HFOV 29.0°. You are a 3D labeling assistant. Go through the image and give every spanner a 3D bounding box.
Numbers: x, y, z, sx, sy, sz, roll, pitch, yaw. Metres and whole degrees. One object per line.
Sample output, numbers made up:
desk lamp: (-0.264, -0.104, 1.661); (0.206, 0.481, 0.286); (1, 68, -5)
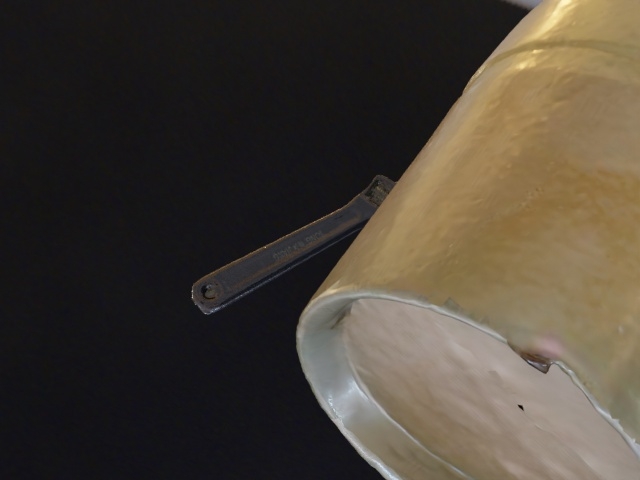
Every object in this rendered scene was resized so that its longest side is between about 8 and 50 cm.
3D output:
spanner: (0.000, 0.000, 0.907); (0.208, 0.012, 0.046); (-28, -108, -17)

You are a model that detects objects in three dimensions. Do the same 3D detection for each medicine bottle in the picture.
medicine bottle: (0.187, -0.029, 0.770); (0.235, 0.236, 0.406); (20, -124, 29)
